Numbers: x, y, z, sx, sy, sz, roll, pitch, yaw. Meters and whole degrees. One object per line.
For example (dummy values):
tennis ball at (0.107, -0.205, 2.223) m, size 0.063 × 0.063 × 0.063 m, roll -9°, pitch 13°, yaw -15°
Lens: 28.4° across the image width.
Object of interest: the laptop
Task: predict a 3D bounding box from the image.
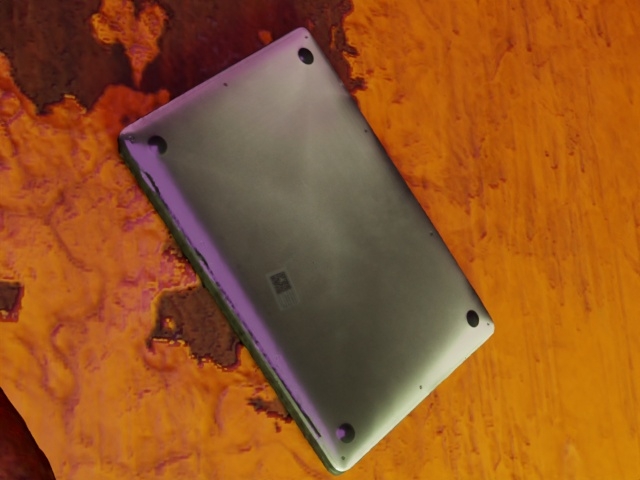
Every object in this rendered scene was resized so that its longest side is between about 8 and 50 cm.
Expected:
laptop at (0.000, 0.000, 0.867) m, size 0.187 × 0.015 × 0.269 m, roll -37°, pitch 97°, yaw -36°

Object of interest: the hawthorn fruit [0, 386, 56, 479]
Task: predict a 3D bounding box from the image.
hawthorn fruit at (-0.234, 0.138, 0.548) m, size 0.249 × 0.215 × 0.215 m, roll -11°, pitch 81°, yaw -54°
